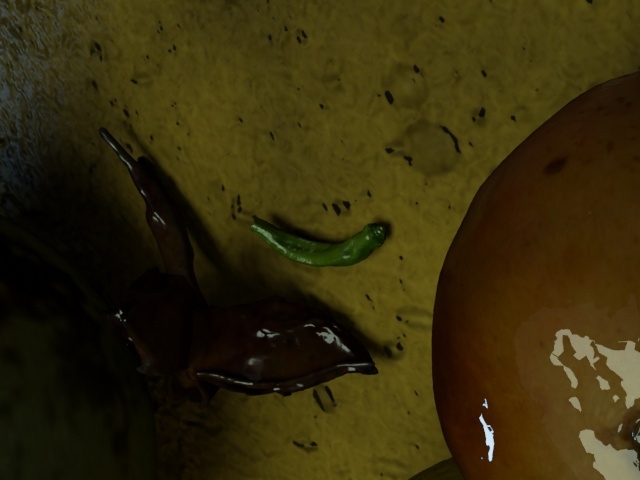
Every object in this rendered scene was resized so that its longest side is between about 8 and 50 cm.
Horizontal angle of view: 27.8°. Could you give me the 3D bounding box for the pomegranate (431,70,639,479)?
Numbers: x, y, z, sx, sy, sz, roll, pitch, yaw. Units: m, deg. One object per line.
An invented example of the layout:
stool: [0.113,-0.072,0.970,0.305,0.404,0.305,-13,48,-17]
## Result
pomegranate: [0.132,0.034,0.449,0.191,0.191,0.191,21,126,32]

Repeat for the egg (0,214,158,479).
egg: [-0.302,0.154,0.740,0.345,0.428,0.345,60,179,2]

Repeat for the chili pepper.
chili pepper: [0.001,0.000,0.662,0.083,0.017,0.030,-3,111,39]

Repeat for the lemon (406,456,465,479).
lemon: [0.085,0.190,0.570,0.192,0.192,0.231,49,135,8]

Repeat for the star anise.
star anise: [-0.062,0.019,0.710,0.140,0.144,0.158,21,155,-29]
